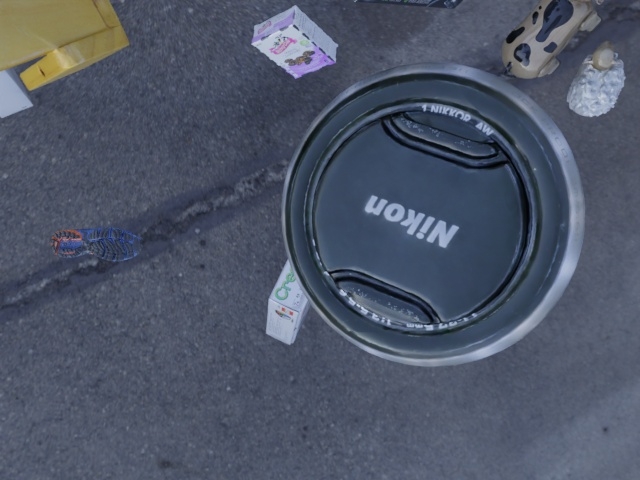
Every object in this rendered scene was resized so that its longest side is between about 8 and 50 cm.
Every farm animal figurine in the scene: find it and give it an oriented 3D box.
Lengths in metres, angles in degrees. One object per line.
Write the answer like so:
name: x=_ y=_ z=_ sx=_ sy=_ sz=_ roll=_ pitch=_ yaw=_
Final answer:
farm animal figurine: x=0.398 y=-0.412 z=0.965 sx=0.172 sy=0.330 sz=0.327 roll=-22 pitch=140 yaw=-53

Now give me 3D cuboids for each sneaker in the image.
sneaker: x=-0.534 y=0.000 z=1.416 sx=0.221 sy=0.087 sz=0.083 roll=5 pitch=101 yaw=7

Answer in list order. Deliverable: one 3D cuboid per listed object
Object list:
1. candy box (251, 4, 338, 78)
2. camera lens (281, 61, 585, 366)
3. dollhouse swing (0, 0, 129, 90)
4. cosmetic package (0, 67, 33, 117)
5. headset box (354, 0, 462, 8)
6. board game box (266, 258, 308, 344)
candy box: x=-0.074 y=-0.573 z=1.701 sx=0.196 sy=0.164 sz=0.070 roll=27 pitch=63 yaw=-45
camera lens: x=0.107 y=-0.025 z=0.515 sx=0.219 sy=0.274 sz=0.220 roll=2 pitch=95 yaw=20
dollhouse swing: x=-0.487 y=-0.352 z=0.753 sx=0.305 sy=0.315 sz=0.347 roll=-39 pitch=116 yaw=-31
cosmetic package: x=-0.803 y=-0.465 z=1.339 sx=0.097 sy=0.377 sz=0.285 roll=-30 pitch=97 yaw=-15
headset box: x=0.150 y=-0.589 z=1.113 sx=0.283 sy=0.247 sz=0.131 roll=-12 pitch=164 yaw=-32
board game box: x=0.000 y=0.000 z=0.927 sx=0.053 sy=0.193 sz=0.305 roll=23 pitch=66 yaw=3
